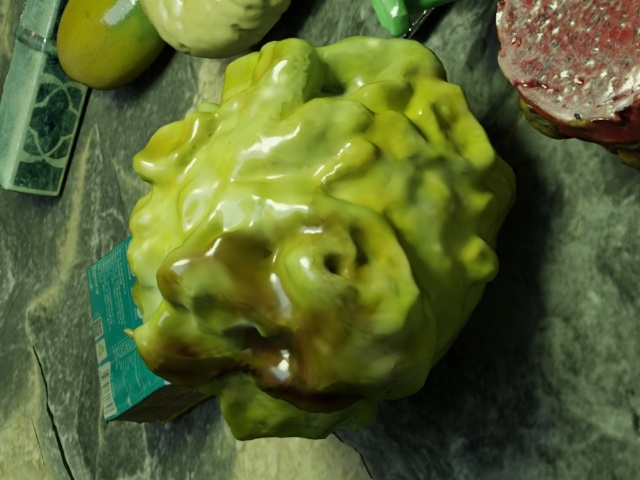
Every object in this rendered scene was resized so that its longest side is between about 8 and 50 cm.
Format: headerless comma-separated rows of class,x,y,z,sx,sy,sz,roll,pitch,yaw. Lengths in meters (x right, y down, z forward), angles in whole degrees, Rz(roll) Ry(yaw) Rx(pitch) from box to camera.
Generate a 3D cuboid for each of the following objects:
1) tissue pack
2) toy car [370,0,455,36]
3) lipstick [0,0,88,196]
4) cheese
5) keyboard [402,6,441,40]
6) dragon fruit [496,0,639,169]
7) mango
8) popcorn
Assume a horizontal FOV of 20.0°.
tissue pack,-0.156,0.082,1.742,0.120,0.082,0.169,-34,57,42
toy car,0.045,-0.339,1.492,0.358,0.213,0.176,-126,22,-46
lipstick,-0.291,-0.191,1.971,0.076,0.077,0.289,31,108,49
cheese,-0.088,-0.290,1.705,0.214,0.117,0.226,-49,51,36
keyboard,0.058,-0.275,1.596,0.072,0.023,0.231,-47,48,29
dragon fruit,0.238,-0.138,1.260,0.211,0.147,0.282,-50,46,20
mango,-0.198,-0.238,1.862,0.194,0.092,0.130,-54,43,17
popcorn,-0.005,-0.012,1.421,0.312,0.312,0.312,-14,72,50
